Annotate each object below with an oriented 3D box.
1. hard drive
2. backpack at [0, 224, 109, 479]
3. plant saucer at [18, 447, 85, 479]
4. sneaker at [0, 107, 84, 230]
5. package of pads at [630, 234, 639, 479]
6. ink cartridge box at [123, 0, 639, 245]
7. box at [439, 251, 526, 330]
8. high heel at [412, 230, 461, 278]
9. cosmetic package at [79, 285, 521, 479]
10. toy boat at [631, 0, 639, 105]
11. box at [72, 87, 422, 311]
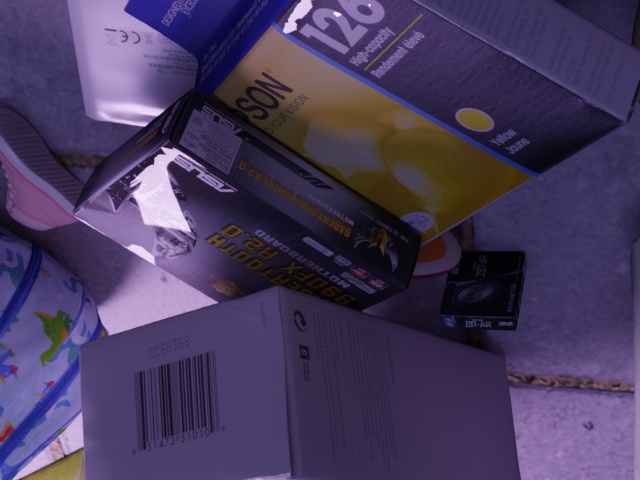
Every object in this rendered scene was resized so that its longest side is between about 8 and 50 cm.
[{"bbox_3d":[-0.106,-0.217,1.065,0.203,0.040,0.307,8,133,10],"label":"hard drive"},{"bbox_3d":[-0.376,0.144,1.316,0.273,0.290,0.355,27,105,-12],"label":"backpack"},{"bbox_3d":[-0.278,0.347,1.626,0.188,0.045,0.188,-29,118,35],"label":"plant saucer"},{"bbox_3d":[-0.278,-0.059,1.253,0.070,0.051,0.134,-22,126,26],"label":"sneaker"},{"bbox_3d":[0.398,0.091,1.070,0.296,0.229,0.101,-4,163,21],"label":"package of pads"},{"bbox_3d":[0.020,-0.126,0.962,0.307,0.072,0.303,26,158,-13],"label":"ink cartridge box"},{"bbox_3d":[0.144,0.044,1.196,0.067,0.083,0.018,1,132,17],"label":"box"},{"bbox_3d":[0.000,0.000,1.222,0.244,0.082,0.117,8,160,-6],"label":"high heel"},{"bbox_3d":[-0.003,0.166,1.180,0.217,0.156,0.385,-18,157,32],"label":"cosmetic package"},{"bbox_3d":[0.381,-0.134,0.941,0.318,0.148,0.267,17,129,12],"label":"toy boat"},{"bbox_3d":[-0.062,-0.012,1.105,0.231,0.056,0.183,33,147,-21],"label":"box"}]
